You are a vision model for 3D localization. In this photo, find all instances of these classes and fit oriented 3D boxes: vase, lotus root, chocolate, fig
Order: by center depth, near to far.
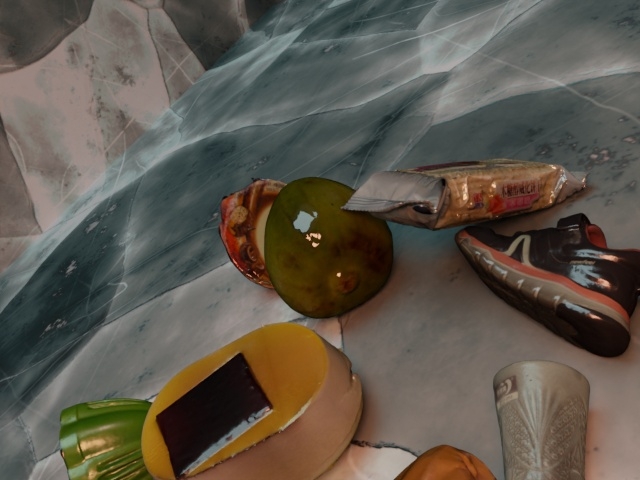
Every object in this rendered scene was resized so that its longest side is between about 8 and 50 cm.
[{"bbox_3d":[0.205,0.225,0.608,0.096,0.096,0.219,-19,36,30],"label":"vase"},{"bbox_3d":[-0.267,0.300,0.970,0.186,0.186,0.186,-27,30,17],"label":"lotus root"},{"bbox_3d":[0.000,0.000,1.034,0.203,0.203,0.225,-37,46,0],"label":"fig"},{"bbox_3d":[-0.071,-0.024,1.210,0.221,0.221,0.147,-27,7,18],"label":"chocolate"}]

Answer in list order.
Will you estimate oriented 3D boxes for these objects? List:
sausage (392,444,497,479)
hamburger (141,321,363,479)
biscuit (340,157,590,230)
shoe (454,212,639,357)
[{"bbox_3d":[0.077,0.291,0.559,0.120,0.136,0.241,27,96,26],"label":"sausage"},{"bbox_3d":[-0.084,0.237,0.854,0.295,0.151,0.227,-26,35,5],"label":"hamburger"},{"bbox_3d":[0.206,-0.068,0.929,0.309,0.079,0.186,-8,11,-28],"label":"biscuit"},{"bbox_3d":[0.276,0.021,0.800,0.137,0.114,0.291,-46,32,-6],"label":"shoe"}]
